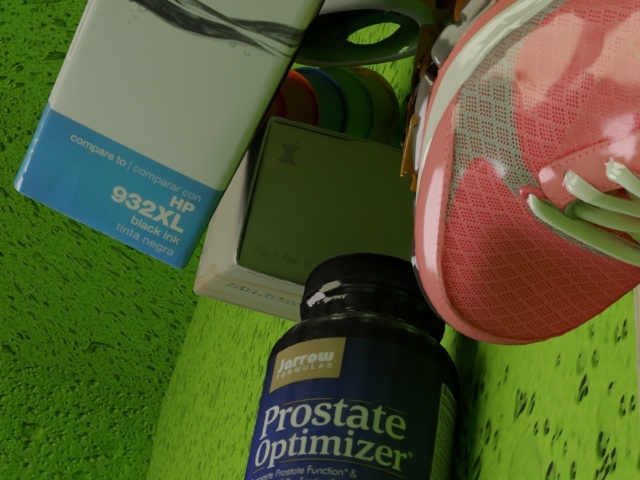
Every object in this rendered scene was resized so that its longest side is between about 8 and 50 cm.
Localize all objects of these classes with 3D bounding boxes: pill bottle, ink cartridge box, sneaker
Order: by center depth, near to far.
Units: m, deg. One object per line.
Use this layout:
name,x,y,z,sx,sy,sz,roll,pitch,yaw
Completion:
sneaker,0.124,-0.047,0.462,0.314,0.116,0.136,-53,28,39
pill bottle,0.020,0.122,0.885,0.123,0.123,0.219,117,166,-53
ink cartridge box,-0.061,-0.172,0.952,0.307,0.129,0.223,-61,5,31

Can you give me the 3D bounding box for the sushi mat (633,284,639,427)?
sushi mat,0.163,-0.039,0.604,0.151,0.019,0.316,114,169,-46

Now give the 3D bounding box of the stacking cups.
stacking cups,-0.025,-0.119,1.285,0.316,0.096,0.096,-4,-67,-68

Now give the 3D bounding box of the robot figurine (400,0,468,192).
robot figurine,0.120,-0.140,0.866,0.211,0.085,0.291,-81,11,-47

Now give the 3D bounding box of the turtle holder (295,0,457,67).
turtle holder,-0.010,-0.272,1.217,0.243,0.320,0.227,119,151,-71

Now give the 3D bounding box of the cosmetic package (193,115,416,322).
cosmetic package,0.000,0.000,1.147,0.309,0.160,0.113,149,136,-80
